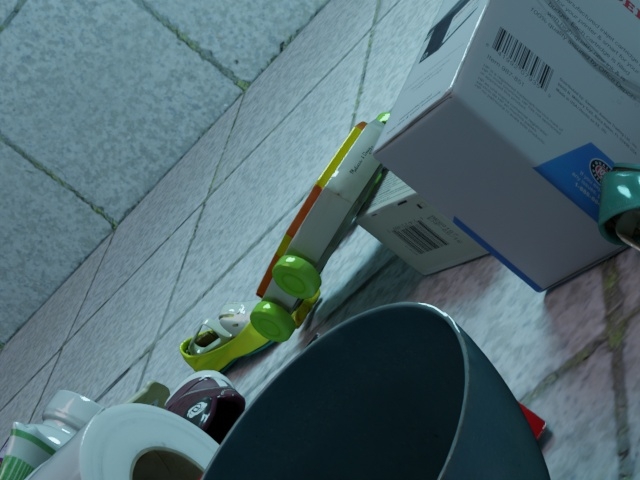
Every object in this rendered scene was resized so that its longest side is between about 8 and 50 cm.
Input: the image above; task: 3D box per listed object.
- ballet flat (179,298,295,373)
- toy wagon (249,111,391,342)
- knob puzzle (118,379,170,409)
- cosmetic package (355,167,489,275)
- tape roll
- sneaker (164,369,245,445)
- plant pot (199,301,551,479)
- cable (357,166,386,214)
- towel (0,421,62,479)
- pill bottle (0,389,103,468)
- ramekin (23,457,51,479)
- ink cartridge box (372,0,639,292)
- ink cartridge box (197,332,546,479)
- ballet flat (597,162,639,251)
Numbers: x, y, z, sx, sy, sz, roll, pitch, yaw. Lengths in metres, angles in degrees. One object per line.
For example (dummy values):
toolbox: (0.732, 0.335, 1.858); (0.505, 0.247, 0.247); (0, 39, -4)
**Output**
ballet flat: (-0.120, 0.125, 2.094); (0.231, 0.077, 0.077); (-35, 21, 46)
toy wagon: (0.000, 0.000, 1.858); (0.267, 0.068, 0.344); (-56, -3, -33)
knob puzzle: (-0.260, 0.270, 2.086); (0.213, 0.030, 0.213); (-56, -20, -33)
cosmetic package: (0.182, -0.124, 1.728); (0.309, 0.113, 0.160); (-58, 16, -23)
tape roll: (-0.192, 0.312, 1.565); (0.169, 0.246, 0.246); (-43, 17, 26)
sneaker: (-0.192, 0.284, 1.898); (0.281, 0.106, 0.162); (-54, 18, -10)
plant pot: (0.061, 0.217, 1.104); (0.290, 0.195, 0.290); (-39, 26, 24)
cable: (0.033, -0.061, 2.160); (0.184, 0.047, 0.150); (-61, 13, -23)
towel: (-0.388, 0.411, 1.928); (0.248, 0.038, 0.325); (61, -136, -64)
pill bottle: (-0.405, 0.370, 2.186); (0.169, 0.169, 0.301); (-24, 32, 60)
ramekin: (-0.283, 0.349, 1.832); (0.207, 0.207, 0.109); (-45, 8, 24)
ink cartridge box: (0.210, -0.142, 1.475); (0.129, 0.223, 0.307); (-36, 21, 47)
ink cartridge box: (0.033, 0.200, 1.385); (0.272, 0.130, 0.309); (-51, 15, -2)
ballet flat: (0.304, -0.022, 1.240); (0.247, 0.083, 0.087); (177, 105, -70)
